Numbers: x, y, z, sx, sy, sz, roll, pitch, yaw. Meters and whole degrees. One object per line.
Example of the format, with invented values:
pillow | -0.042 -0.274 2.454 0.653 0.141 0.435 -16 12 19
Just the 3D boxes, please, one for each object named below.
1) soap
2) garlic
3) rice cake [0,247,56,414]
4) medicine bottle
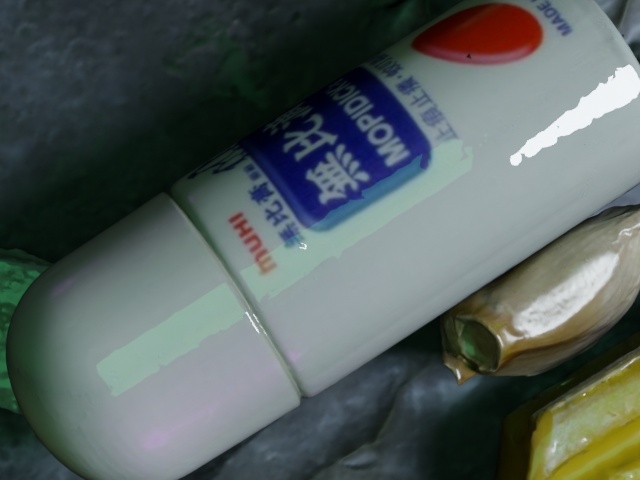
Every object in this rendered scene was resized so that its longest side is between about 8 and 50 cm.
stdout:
soap | 0.208 0.119 0.946 0.257 0.080 0.160 -31 92 -2
garlic | 0.128 0.030 0.940 0.152 0.084 0.066 -30 97 -12
rice cake | -0.246 0.029 0.935 0.226 0.040 0.085 13 91 -4
medicine bottle | 0.000 0.000 0.896 0.341 0.130 0.130 -33 93 -5
